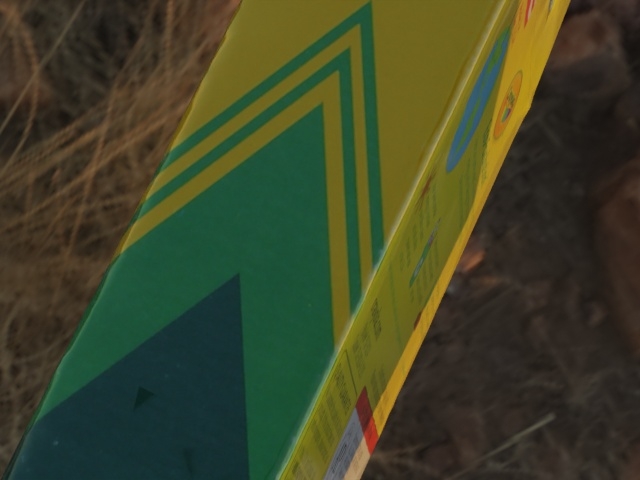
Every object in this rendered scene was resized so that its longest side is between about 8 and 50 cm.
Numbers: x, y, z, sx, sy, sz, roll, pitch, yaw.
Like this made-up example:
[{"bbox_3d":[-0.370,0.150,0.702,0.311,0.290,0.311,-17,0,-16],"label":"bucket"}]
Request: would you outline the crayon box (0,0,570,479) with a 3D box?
[{"bbox_3d":[0.000,0.000,0.658,0.081,0.202,0.318,24,77,10],"label":"crayon box"}]
